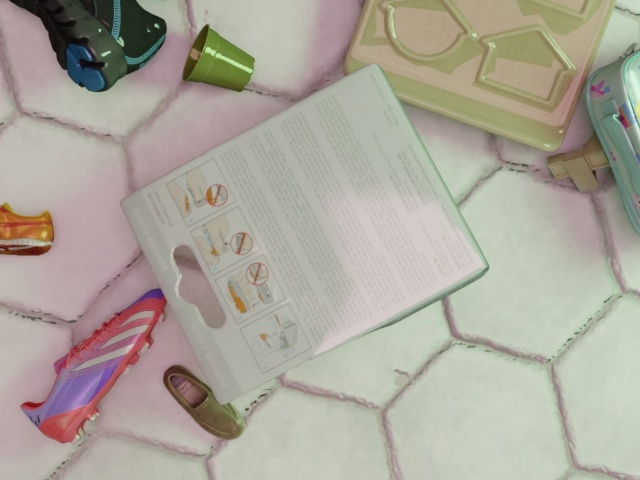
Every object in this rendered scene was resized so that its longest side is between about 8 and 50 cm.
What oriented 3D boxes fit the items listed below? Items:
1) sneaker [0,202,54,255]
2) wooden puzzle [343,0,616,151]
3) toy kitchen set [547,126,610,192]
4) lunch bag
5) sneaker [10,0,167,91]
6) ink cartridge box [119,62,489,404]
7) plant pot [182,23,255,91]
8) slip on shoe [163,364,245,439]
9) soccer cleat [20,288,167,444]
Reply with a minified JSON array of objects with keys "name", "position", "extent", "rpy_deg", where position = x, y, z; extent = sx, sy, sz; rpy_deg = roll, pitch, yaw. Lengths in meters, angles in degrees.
[{"name":"sneaker","position":[-0.442,-0.016,1.875],"extent":[0.175,0.064,0.067],"rpy_deg":[3,70,-12]},{"name":"wooden puzzle","position":[0.231,-0.331,1.921],"extent":[0.322,0.080,0.347],"rpy_deg":[19,95,-5]},{"name":"toy kitchen set","position":[0.370,-0.120,1.980],"extent":[0.083,0.075,0.068],"rpy_deg":[-15,135,25]},{"name":"lunch bag","position":[0.485,-0.143,1.923],"extent":[0.224,0.108,0.279],"rpy_deg":[-24,92,-26]},{"name":"sneaker","position":[-0.343,-0.358,1.866],"extent":[0.140,0.125,0.341],"rpy_deg":[-36,92,-32]},{"name":"ink cartridge box","position":[-0.021,-0.006,1.831],"extent":[0.385,0.091,0.308],"rpy_deg":[-28,82,4]},{"name":"plant pot","position":[-0.133,-0.237,1.898],"extent":[0.079,0.083,0.083],"rpy_deg":[22,88,-18]},{"name":"slip on shoe","position":[-0.157,0.221,1.909],"extent":[0.051,0.041,0.135],"rpy_deg":[-44,95,-5]},{"name":"soccer cleat","position":[-0.296,0.156,1.877],"extent":[0.095,0.083,0.248],"rpy_deg":[35,89,-1]}]
